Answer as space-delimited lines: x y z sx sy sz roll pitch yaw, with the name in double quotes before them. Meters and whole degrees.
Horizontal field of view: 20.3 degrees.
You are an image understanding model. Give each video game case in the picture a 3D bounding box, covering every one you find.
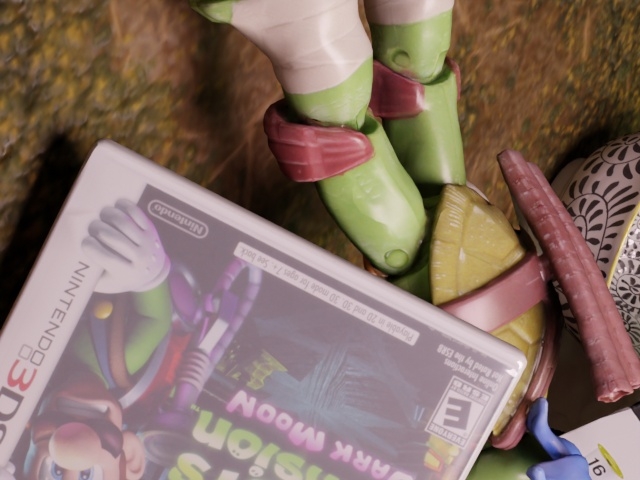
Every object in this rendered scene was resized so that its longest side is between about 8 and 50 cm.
"video game case" -0.042 0.078 0.707 0.173 0.190 0.022 -63 -177 8

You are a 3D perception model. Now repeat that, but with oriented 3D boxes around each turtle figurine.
"turtle figurine" 0.000 0.000 0.808 0.198 0.275 0.266 -20 109 -21

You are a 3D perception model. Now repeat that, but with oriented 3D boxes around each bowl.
"bowl" 0.186 -0.004 1.127 0.170 0.080 0.170 -37 139 -40

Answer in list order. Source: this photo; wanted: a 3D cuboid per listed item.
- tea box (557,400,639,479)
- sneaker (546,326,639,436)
"tea box" 0.200 0.237 1.016 0.324 0.220 0.329 -18 155 -39
"sneaker" 0.273 0.102 1.295 0.323 0.130 0.236 -53 145 -31
